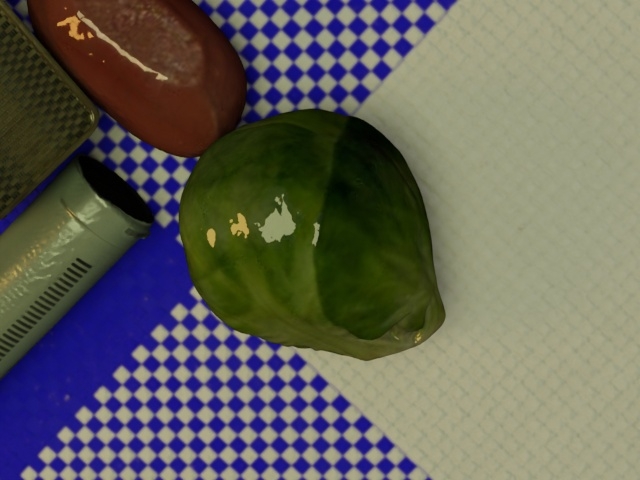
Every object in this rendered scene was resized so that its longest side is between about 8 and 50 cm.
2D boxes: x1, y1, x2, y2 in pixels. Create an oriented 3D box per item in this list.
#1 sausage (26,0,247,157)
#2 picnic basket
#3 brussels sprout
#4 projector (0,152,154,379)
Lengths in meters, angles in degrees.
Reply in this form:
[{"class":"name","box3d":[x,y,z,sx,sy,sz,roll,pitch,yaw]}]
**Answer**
[{"class":"sausage","box3d":[-0.178,-0.191,1.431,0.254,0.148,0.148,37,102,-1]},{"class":"picnic basket","box3d":[-0.354,-0.147,1.404,0.165,0.139,0.266,-47,112,-17]},{"class":"brussels sprout","box3d":[0.000,0.000,1.403,0.210,0.219,0.271,-29,114,28]},{"class":"projector","box3d":[-0.318,0.062,1.508,0.108,0.108,0.337,45,102,-1]}]
